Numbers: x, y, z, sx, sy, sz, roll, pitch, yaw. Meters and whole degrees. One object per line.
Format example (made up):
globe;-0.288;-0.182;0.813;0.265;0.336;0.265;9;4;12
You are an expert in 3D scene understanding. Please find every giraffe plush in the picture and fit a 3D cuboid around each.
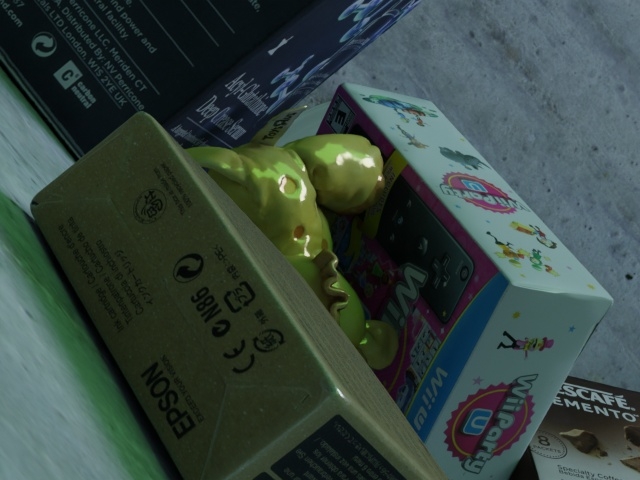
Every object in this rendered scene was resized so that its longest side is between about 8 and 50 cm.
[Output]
giraffe plush;-0.023;0.021;1.051;0.210;0.181;0.170;119;-44;-74

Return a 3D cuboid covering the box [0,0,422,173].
box;-0.060;-0.237;1.214;0.212;0.395;0.293;51;3;5

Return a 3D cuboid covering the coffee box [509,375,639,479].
coffee box;0.267;0.213;1.157;0.297;0.118;0.168;14;27;-10

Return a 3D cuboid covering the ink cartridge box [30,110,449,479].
ink cartridge box;-0.033;0.069;0.792;0.234;0.088;0.193;52;2;42

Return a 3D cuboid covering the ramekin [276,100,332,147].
ramekin;0.032;-0.053;1.857;0.127;0.273;0.273;64;-6;-35

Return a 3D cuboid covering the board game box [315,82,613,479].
board game box;0.065;0.047;1.146;0.098;0.224;0.303;10;26;-32
